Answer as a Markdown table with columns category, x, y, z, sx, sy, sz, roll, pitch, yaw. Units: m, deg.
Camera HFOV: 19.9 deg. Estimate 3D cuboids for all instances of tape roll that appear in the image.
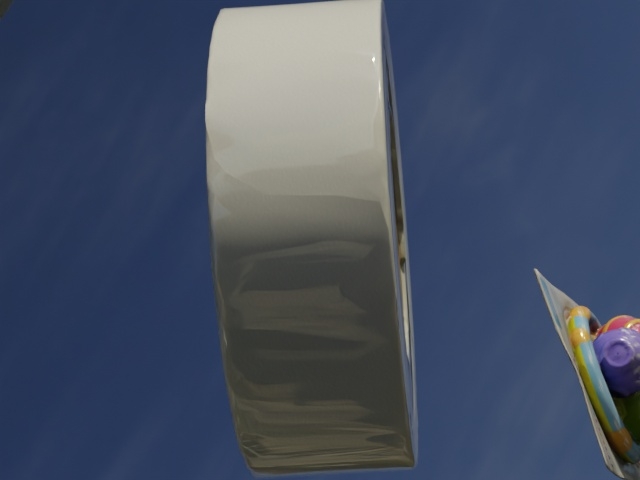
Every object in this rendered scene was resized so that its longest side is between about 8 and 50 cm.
| category | x | y | z | sx | sy | sz | roll | pitch | yaw |
| --- | --- | --- | --- | --- | --- | --- | --- | --- | --- |
| tape roll | 0.000 | 0.000 | 1.090 | 0.286 | 0.100 | 0.286 | -5 | -90 | -86 |

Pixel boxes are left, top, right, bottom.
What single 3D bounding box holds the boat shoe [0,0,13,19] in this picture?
| category | x | y | z | sx | sy | sz | roll | pitch | yaw |
| --- | --- | --- | --- | --- | --- | --- | --- | --- | --- |
| boat shoe | -0.147 | -0.020 | 0.448 | 0.109 | 0.091 | 0.305 | -62 | 8 | -27 |

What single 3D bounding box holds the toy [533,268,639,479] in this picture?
| category | x | y | z | sx | sy | sz | roll | pitch | yaw |
| --- | --- | --- | --- | --- | --- | --- | --- | --- | --- |
| toy | 0.213 | 0.096 | 1.249 | 0.056 | 0.137 | 0.237 | -23 | -18 | 10 |
